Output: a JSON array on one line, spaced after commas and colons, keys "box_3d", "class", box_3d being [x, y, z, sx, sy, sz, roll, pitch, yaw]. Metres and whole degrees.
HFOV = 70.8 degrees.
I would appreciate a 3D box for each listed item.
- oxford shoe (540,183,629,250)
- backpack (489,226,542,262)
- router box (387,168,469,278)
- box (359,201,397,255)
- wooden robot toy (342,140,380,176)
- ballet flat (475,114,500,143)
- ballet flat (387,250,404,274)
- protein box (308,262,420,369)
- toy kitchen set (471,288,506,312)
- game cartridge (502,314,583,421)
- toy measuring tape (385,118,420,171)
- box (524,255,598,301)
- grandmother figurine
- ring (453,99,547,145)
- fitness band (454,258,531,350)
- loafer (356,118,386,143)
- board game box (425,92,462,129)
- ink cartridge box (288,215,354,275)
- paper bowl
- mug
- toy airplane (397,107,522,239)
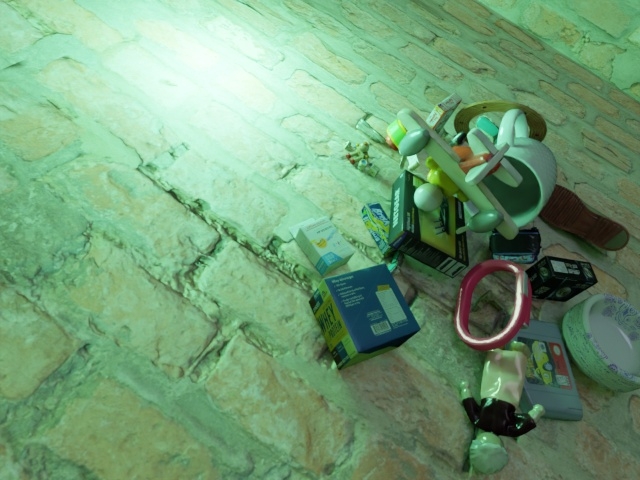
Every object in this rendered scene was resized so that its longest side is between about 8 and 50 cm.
[{"box_3d": [0.976, -0.098, 1.744, 0.397, 0.141, 0.146, 40, 21, 14], "class": "oxford shoe"}, {"box_3d": [0.650, 0.020, 1.502, 0.173, 0.158, 0.117, 10, 80, -64], "class": "backpack"}, {"box_3d": [0.343, -0.060, 1.435, 0.242, 0.081, 0.309, 25, 44, -13], "class": "router box"}, {"box_3d": [0.190, -0.039, 1.419, 0.059, 0.054, 0.169, -13, 64, -29], "class": "box"}, {"box_3d": [0.144, -0.304, 1.568, 0.076, 0.079, 0.173, -24, 68, -33], "class": "wooden robot toy"}, {"box_3d": [0.750, -0.433, 1.895, 0.077, 0.091, 0.241, -7, 61, -54], "class": "ballet flat"}, {"box_3d": [0.228, 0.079, 1.365, 0.041, 0.041, 0.114, 34, 53, 4], "class": "ballet flat"}, {"box_3d": [0.110, 0.194, 1.175, 0.199, 0.136, 0.201, -12, 63, -27], "class": "protein box"}, {"box_3d": [0.525, 0.196, 1.378, 0.075, 0.068, 0.083, 45, 54, 12], "class": "toy kitchen set"}, {"box_3d": [0.636, 0.365, 1.318, 0.195, 0.060, 0.295, 9, 54, -11], "class": "game cartridge"}, {"box_3d": [0.293, -0.355, 1.606, 0.121, 0.122, 0.330, 20, 33, -7], "class": "toy measuring tape"}, {"box_3d": [0.770, 0.128, 1.471, 0.180, 0.147, 0.078, 9, 55, -17], "class": "box"}, {"box_3d": [0.464, 0.427, 1.163, 0.104, 0.207, 0.343, 53, 52, -35], "class": "grandmother figurine"}, {"box_3d": [0.678, -0.433, 1.711, 0.336, 0.336, 0.032, 20, 76, -7], "class": "ring"}, {"box_3d": [0.491, 0.179, 1.291, 0.054, 0.208, 0.291, 40, 54, -28], "class": "fitness band"}, {"box_3d": [0.189, -0.401, 1.684, 0.125, 0.039, 0.045, 43, 21, 4], "class": "loafer"}, {"box_3d": [0.440, -0.452, 1.712, 0.045, 0.194, 0.146, 43, 54, 11], "class": "board game box"}, {"box_3d": [0.000, 0.000, 1.313, 0.104, 0.062, 0.181, -25, 69, -33], "class": "ink cartridge box"}, {"box_3d": [0.877, 0.319, 1.380, 0.283, 0.148, 0.285, 11, 54, -15], "class": "paper bowl"}, {"box_3d": [0.682, -0.269, 1.584, 0.276, 0.375, 0.328, 7, 30, 39], "class": "mug"}, {"box_3d": [0.396, -0.183, 1.319, 0.384, 0.272, 0.386, 36, 15, -52], "class": "toy airplane"}]
